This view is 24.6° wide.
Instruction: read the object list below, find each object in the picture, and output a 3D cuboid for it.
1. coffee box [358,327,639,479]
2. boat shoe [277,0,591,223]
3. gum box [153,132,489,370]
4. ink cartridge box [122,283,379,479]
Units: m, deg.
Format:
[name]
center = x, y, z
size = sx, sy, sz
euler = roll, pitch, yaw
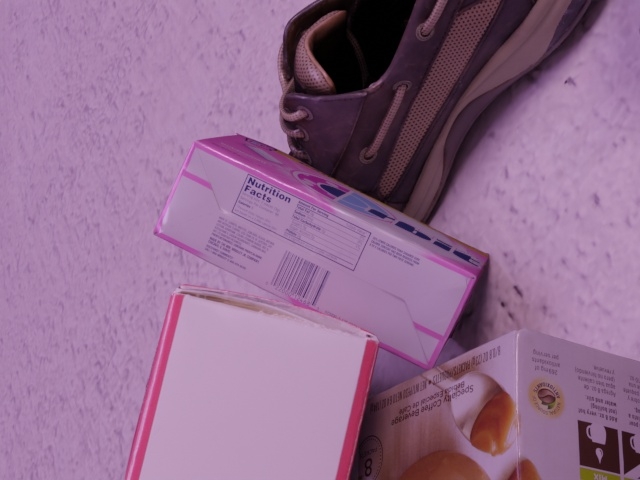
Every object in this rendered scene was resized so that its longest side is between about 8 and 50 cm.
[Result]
[coffee box]
center = 0.095, 0.187, 0.729
size = 0.141, 0.098, 0.246
euler = -34, 47, 49
[boat shoe]
center = 0.031, -0.107, 0.951
size = 0.355, 0.130, 0.132
euler = -54, 34, 32
[gum box]
center = 0.000, 0.000, 0.869
size = 0.062, 0.188, 0.107
euler = -65, -7, 10
[ink cartridge box]
center = -0.057, 0.149, 0.876
size = 0.283, 0.117, 0.207
euler = 123, 160, -81
